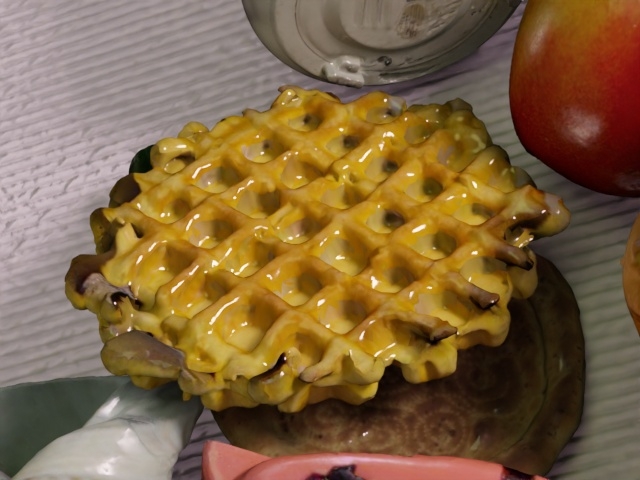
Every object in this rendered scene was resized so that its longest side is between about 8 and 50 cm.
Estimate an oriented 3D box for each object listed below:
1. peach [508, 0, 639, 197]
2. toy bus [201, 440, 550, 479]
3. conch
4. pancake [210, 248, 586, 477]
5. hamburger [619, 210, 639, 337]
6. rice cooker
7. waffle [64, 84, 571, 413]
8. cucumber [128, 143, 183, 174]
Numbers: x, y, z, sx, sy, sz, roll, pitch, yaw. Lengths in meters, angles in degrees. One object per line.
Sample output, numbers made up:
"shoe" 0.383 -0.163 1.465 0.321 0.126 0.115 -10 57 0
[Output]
"peach" 0.207 -0.115 1.216 0.197 0.197 0.197 -11 56 17
"toy bus" -0.006 0.318 0.969 0.233 0.203 0.427 17 65 3
"conch" -0.203 0.216 1.151 0.303 0.215 0.319 12 25 39
"pancake" 0.049 0.082 1.209 0.250 0.031 0.250 -4 47 5
"hamburger" 0.324 0.015 1.057 0.314 0.170 0.290 -23 45 -20
"rice cooker" 0.035 -0.249 1.346 0.226 0.226 0.244 -24 49 7
"waffle" -0.011 0.002 1.225 0.329 0.062 0.329 -6 40 5
"cucumber" -0.087 0.022 1.319 0.069 0.069 0.227 -25 56 7
